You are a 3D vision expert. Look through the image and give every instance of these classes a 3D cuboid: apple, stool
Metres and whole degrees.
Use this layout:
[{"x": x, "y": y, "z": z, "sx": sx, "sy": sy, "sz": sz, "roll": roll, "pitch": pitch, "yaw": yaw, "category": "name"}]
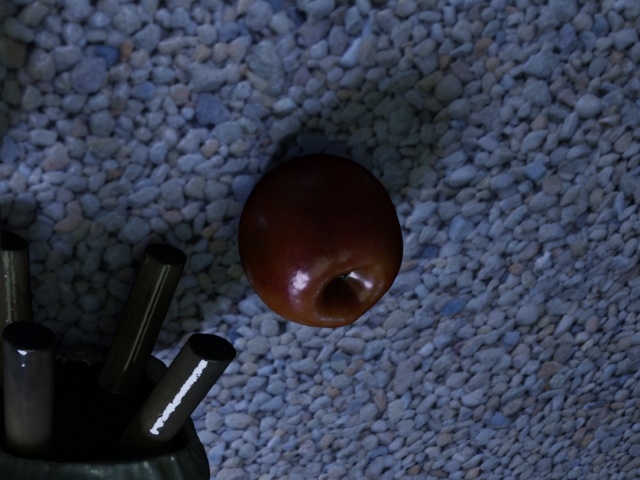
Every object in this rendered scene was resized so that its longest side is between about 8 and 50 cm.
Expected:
[{"x": 0.000, "y": 0.000, "z": 1.363, "sx": 0.218, "sy": 0.201, "sz": 0.218, "roll": -17, "pitch": 134, "yaw": -18, "category": "apple"}, {"x": -0.281, "y": 0.154, "z": 1.290, "sx": 0.310, "sy": 0.310, "sz": 0.226, "roll": 7, "pitch": 117, "yaw": -28, "category": "stool"}]
